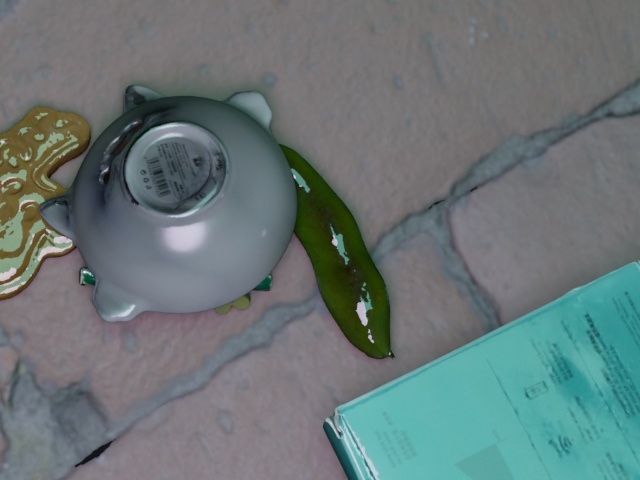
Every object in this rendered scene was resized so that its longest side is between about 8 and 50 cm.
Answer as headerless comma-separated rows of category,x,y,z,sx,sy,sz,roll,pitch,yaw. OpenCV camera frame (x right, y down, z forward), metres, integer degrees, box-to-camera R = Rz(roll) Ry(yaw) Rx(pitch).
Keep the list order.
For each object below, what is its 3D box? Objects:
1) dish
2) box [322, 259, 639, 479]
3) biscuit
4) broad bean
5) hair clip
dish,-0.135,-0.048,1.619,0.228,0.086,0.236,8,68,4
box,0.181,0.177,1.611,0.311,0.118,0.205,-26,77,-11
biscuit,-0.294,-0.022,1.671,0.236,0.040,0.144,-31,75,-13
broad bean,0.003,-0.003,1.679,0.065,0.046,0.254,-31,79,-4
hair clip,-0.129,0.042,1.664,0.173,0.049,0.049,4,76,-5
